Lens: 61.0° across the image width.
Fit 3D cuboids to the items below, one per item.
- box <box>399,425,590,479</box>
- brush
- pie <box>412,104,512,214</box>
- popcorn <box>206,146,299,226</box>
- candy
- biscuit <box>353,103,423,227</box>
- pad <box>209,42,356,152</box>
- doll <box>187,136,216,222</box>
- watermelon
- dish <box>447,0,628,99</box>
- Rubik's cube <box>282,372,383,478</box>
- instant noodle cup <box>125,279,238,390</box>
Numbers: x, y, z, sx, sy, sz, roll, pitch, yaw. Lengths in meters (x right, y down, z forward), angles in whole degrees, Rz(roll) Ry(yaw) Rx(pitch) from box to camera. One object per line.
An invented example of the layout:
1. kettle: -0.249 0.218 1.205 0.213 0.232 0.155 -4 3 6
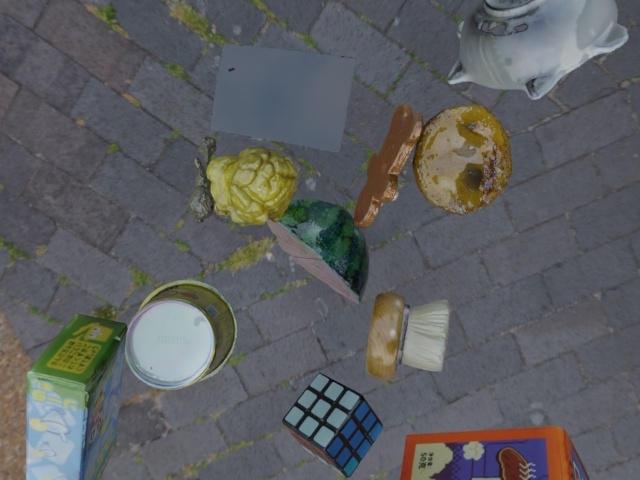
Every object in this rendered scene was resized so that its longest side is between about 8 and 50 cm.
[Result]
1. box: 0.270 0.504 0.761 0.256 0.349 0.319 -13 121 27
2. brush: 0.193 0.237 1.220 0.166 0.174 0.267 9 140 9
3. pie: 0.343 -0.191 1.298 0.273 0.069 0.274 0 88 -7
4. popcorn: -0.158 -0.134 1.244 0.203 0.226 0.200 22 121 0
5. candy: -0.250 0.182 0.558 0.062 0.097 0.195 14 117 -3
6. biscuit: 0.162 -0.170 1.325 0.049 0.205 0.324 18 114 -16
7. pad: -0.071 -0.253 0.949 0.264 0.009 0.160 14 98 21
8. doll: -0.354 -0.185 1.672 0.091 0.286 0.203 9 118 -15
9. watermelon: 0.032 -0.010 1.634 0.319 0.292 0.222 31 68 24
10. dish: 0.268 -0.293 0.713 0.086 0.236 0.228 46 55 -43
11. Rubik's cube: 0.033 0.454 1.339 0.162 0.163 0.161 -50 132 -24
12. instant noodle cup: -0.408 0.280 1.567 0.325 0.254 0.326 0 89 -5
